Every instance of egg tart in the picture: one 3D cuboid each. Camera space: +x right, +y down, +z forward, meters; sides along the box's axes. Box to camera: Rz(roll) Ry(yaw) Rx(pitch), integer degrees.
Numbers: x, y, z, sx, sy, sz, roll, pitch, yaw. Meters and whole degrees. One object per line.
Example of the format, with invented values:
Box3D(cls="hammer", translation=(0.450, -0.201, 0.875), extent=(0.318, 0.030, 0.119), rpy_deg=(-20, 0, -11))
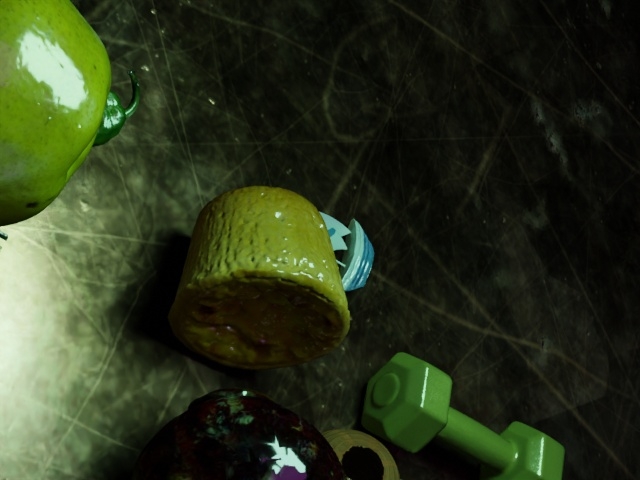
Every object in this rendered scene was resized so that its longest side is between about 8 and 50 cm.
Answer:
Box3D(cls="egg tart", translation=(-0.068, 0.040, 1.599), extent=(0.202, 0.202, 0.147), rpy_deg=(30, 41, -34))

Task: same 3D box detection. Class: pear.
Box3D(cls="pear", translation=(-0.339, -0.142, 1.277), extent=(0.294, 0.294, 0.294), rpy_deg=(18, 63, -40))

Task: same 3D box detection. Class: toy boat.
Box3D(cls="toy boat", translation=(0.009, -0.003, 1.798), extent=(0.149, 0.034, 0.105), rpy_deg=(47, 49, -5))

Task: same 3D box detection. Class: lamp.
Box3D(cls="lamp", translation=(0.025, 0.282, 1.626), extent=(0.136, 0.136, 0.136), rpy_deg=(18, 63, -40))

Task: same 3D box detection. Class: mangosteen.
Box3D(cls="mangosteen", translation=(-0.074, 0.260, 1.493), extent=(0.231, 0.231, 0.289), rpy_deg=(60, 17, -10))

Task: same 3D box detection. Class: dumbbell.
Box3D(cls="dumbbell", translation=(0.184, 0.248, 1.814), extent=(0.302, 0.121, 0.108), rpy_deg=(32, 83, -32))

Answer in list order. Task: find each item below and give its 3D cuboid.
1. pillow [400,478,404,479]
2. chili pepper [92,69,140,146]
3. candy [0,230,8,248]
Box3D(cls="pillow", translation=(0.120, 0.356, 1.760), extent=(0.203, 0.038, 0.113), rpy_deg=(25, 62, -36))
Box3D(cls="chili pepper", translation=(-0.304, -0.146, 1.496), extent=(0.257, 0.074, 0.100), rpy_deg=(12, 67, -41))
Box3D(cls="candy", translation=(-0.393, 0.020, 1.346), extent=(0.141, 0.078, 0.203), rpy_deg=(47, 42, -23))
